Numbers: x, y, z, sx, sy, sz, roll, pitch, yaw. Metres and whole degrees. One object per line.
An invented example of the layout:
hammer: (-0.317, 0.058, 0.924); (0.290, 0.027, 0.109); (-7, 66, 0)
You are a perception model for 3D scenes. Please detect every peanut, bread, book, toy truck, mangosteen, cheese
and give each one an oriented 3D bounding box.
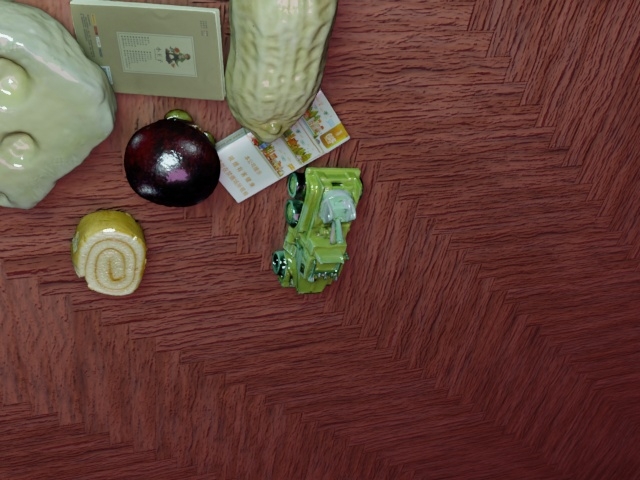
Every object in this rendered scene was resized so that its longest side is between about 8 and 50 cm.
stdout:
peanut: (-0.061, -0.272, 1.068); (0.152, 0.152, 0.313); (-8, 141, -16)
bread: (-0.356, 0.018, 1.287); (0.122, 0.073, 0.149); (4, 128, -19)
book: (-0.232, -0.259, 1.049); (0.199, 0.016, 0.138); (5, 134, 4)
toy truck: (-0.002, 0.000, 1.370); (0.128, 0.135, 0.259); (-1, 136, -22)
mangosteen: (-0.222, -0.124, 1.163); (0.152, 0.152, 0.152); (-12, 136, -12)
cheese: (-0.438, -0.172, 1.018); (0.326, 0.115, 0.318); (1, 131, -15)

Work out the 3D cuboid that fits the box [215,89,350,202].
box: (-0.072, -0.155, 1.260); (0.220, 0.032, 0.122); (-30, 136, 7)
